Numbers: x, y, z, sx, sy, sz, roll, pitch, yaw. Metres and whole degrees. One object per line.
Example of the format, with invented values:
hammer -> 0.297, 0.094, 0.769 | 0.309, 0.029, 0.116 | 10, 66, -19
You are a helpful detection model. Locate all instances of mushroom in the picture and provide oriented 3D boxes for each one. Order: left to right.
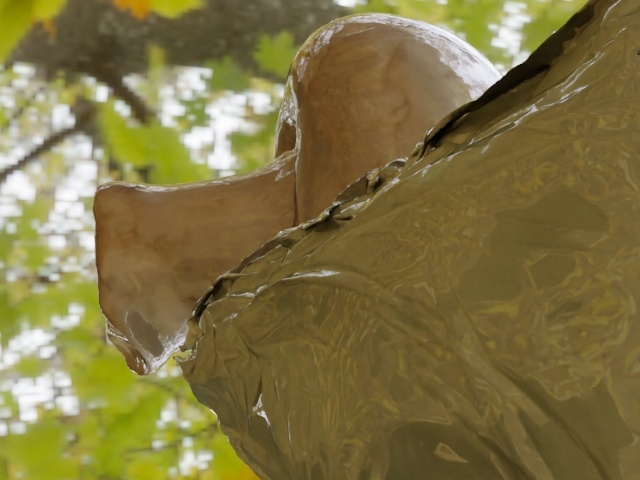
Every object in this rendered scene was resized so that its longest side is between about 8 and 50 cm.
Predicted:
mushroom -> 0.000, 0.000, 1.242 | 0.290, 0.297, 0.297 | 2, -88, -7

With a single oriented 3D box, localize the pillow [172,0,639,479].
pillow -> 0.110, 0.059, 0.775 | 0.310, 0.138, 0.283 | -34, -100, 19
